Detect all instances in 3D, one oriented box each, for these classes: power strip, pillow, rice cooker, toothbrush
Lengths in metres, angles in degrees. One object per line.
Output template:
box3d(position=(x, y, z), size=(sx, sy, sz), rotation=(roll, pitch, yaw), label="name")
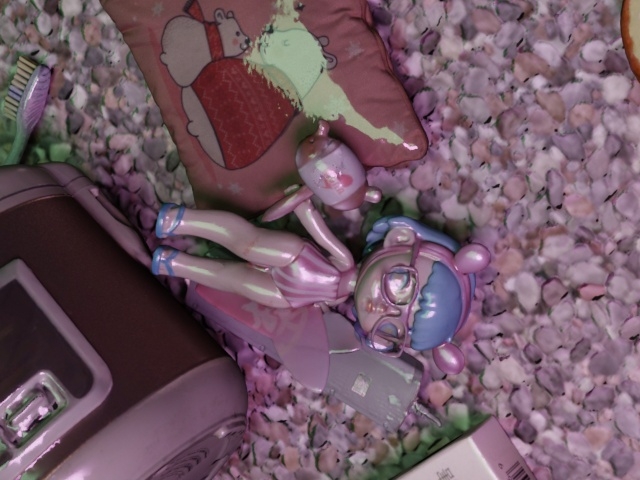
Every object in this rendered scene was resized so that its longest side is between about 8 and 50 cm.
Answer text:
box3d(position=(-0.004, 0.085, 1.348), size=(0.252, 0.027, 0.060), rotation=(31, 109, 17), label="power strip")
box3d(position=(-0.047, -0.135, 1.299), size=(0.223, 0.084, 0.236), rotation=(-24, 87, 27), label="pillow")
box3d(position=(-0.256, 0.117, 1.312), size=(0.325, 0.335, 0.335), rotation=(46, 114, 12), label="rice cooker")
box3d(position=(-0.318, 0.006, 1.478), size=(0.037, 0.028, 0.375), rotation=(32, 110, 23), label="toothbrush")

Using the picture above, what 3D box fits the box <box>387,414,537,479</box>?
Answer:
box3d(position=(0.077, 0.278, 1.321), size=(0.256, 0.069, 0.164), rotation=(-36, 83, 24), label="box")

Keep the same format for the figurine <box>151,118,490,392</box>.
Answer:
box3d(position=(0.001, 0.003, 1.266), size=(0.260, 0.103, 0.205), rotation=(12, 105, 6), label="figurine")

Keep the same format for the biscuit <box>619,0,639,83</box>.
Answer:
box3d(position=(0.356, -0.178, 1.128), size=(0.262, 0.052, 0.277), rotation=(25, 108, 14), label="biscuit")
